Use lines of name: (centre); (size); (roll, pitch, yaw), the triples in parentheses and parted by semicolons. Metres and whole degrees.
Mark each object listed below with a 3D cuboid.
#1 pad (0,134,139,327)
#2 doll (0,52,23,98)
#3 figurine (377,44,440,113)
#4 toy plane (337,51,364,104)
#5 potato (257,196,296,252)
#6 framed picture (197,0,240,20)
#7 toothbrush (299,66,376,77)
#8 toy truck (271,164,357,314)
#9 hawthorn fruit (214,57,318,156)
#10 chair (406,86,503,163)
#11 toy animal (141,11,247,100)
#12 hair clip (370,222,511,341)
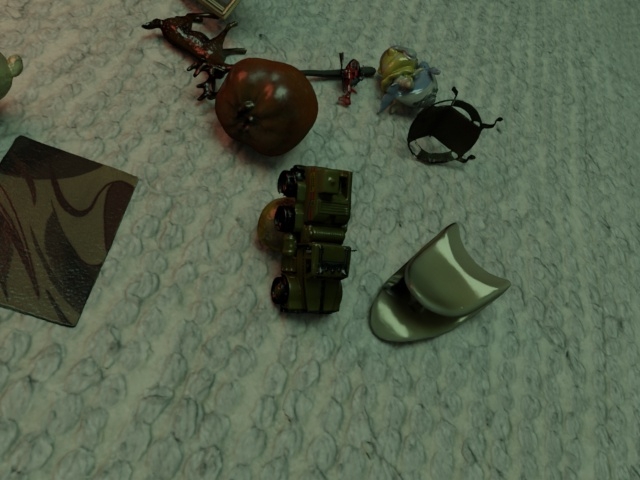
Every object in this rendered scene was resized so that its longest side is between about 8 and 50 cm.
pad: (-0.444, -0.028, 1.023); (0.220, 0.004, 0.330); (19, 48, -13)
doll: (-0.647, -0.284, 1.042); (0.278, 0.149, 0.175); (24, 35, 10)
figurine: (0.209, -0.397, 1.583); (0.184, 0.128, 0.208); (42, 51, 11)
toy plane: (0.070, -0.389, 1.542); (0.060, 0.037, 0.145); (17, 67, -27)
potato: (-0.040, -0.035, 1.184); (0.170, 0.080, 0.107); (-20, 108, -25)
framed picture: (-0.246, -0.671, 1.481); (0.296, 0.232, 0.019); (41, 3, 24)
toothbrush: (0.027, -0.408, 1.560); (0.297, 0.030, 0.030); (-16, 59, -37)
toy truck: (-0.002, 0.002, 1.092); (0.127, 0.127, 0.257); (5, 93, -30)
hawthorn fruit: (-0.093, -0.283, 1.303); (0.199, 0.199, 0.251); (38, 34, 4)
chair: (0.306, -0.264, 1.500); (0.149, 0.174, 0.213); (42, 36, 14)
toy animal: (-0.261, -0.410, 1.389); (0.243, 0.087, 0.260); (25, 43, 11)
hair clip: (0.214, 0.096, 1.210); (0.282, 0.113, 0.172); (-25, 69, -45)
